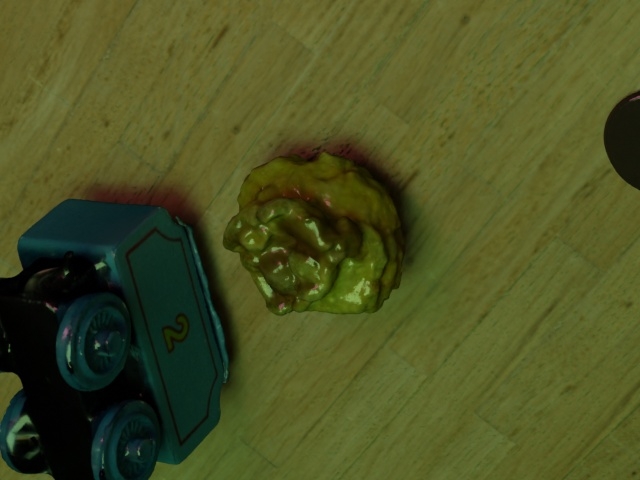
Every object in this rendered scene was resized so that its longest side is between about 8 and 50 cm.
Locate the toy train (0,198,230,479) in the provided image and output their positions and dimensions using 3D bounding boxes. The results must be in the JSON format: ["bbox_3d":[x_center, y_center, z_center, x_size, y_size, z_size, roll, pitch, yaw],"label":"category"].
[{"bbox_3d":[-0.240,0.114,1.971,0.188,0.265,0.300,6,123,32],"label":"toy train"}]

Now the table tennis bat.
[{"bbox_3d":[0.323,-0.047,1.714,0.107,0.119,0.170,-13,111,30],"label":"table tennis bat"}]

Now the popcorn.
[{"bbox_3d":[-0.004,0.004,1.871,0.198,0.155,0.197,12,136,12],"label":"popcorn"}]
